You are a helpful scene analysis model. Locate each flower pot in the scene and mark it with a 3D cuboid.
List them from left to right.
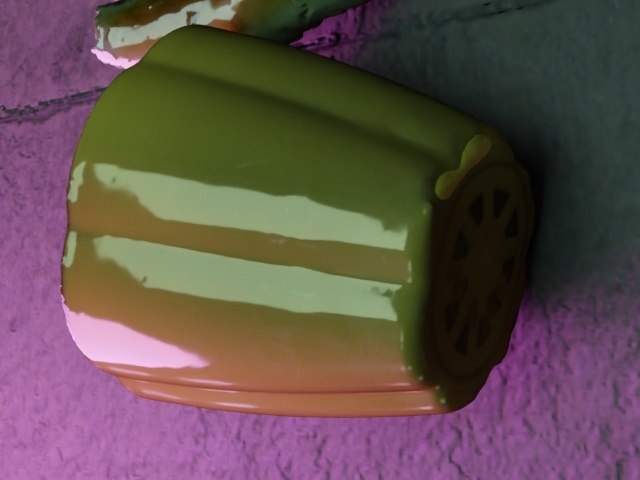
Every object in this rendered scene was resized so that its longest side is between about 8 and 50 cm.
[{"bbox_3d":[0.000,0.000,0.824,0.179,0.195,0.195,11,98,28],"label":"flower pot"}]

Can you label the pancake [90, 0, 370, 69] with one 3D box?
[{"bbox_3d":[-0.009,-0.235,0.865,0.197,0.054,0.377,35,106,17],"label":"pancake"}]
